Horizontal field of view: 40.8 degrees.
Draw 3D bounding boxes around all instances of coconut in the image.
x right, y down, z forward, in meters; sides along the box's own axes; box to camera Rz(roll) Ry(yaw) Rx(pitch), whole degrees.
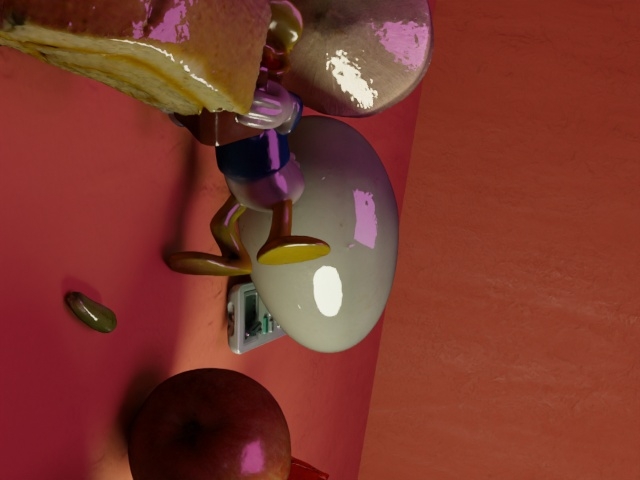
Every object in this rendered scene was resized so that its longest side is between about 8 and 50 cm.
[{"bbox_3d":[0.042,-0.292,1.216,0.266,0.237,0.237,-45,143,-77],"label":"coconut"}]

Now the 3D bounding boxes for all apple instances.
[{"bbox_3d":[-0.129,0.242,1.003,0.174,0.188,0.188,68,34,-58],"label":"apple"}]

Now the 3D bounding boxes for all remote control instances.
[{"bbox_3d":[-0.086,0.107,1.377,0.293,0.051,0.103,-10,101,-74],"label":"remote control"}]

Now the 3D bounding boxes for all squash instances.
[{"bbox_3d":[-0.222,0.072,0.837,0.089,0.027,0.027,59,43,-68],"label":"squash"}]

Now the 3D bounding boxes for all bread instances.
[{"bbox_3d":[-0.148,-0.175,0.617,0.257,0.186,0.124,14,90,-69],"label":"bread"}]

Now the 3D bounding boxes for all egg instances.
[{"bbox_3d":[0.000,0.000,1.244,0.230,0.230,0.371,-59,148,-57],"label":"egg"}]

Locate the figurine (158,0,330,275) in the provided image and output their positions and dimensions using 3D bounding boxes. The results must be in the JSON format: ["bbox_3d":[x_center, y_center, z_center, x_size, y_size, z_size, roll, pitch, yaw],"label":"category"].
[{"bbox_3d":[-0.101,-0.154,0.984,0.283,0.205,0.338,50,39,-64],"label":"figurine"}]

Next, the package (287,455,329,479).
[{"bbox_3d":[-0.105,0.539,1.314,0.123,0.196,0.423,7,92,-76],"label":"package"}]
